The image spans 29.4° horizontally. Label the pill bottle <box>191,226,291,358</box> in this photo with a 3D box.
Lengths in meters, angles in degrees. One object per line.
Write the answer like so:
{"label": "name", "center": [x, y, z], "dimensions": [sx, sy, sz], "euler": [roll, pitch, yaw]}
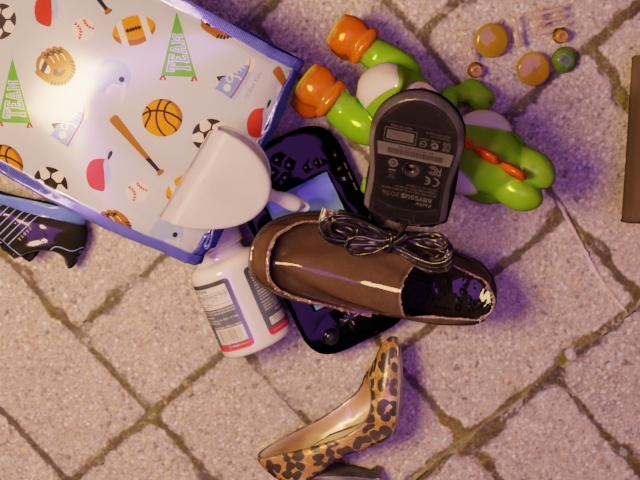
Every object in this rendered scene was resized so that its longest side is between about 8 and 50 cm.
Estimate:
{"label": "pill bottle", "center": [-0.123, 0.066, 1.741], "dimensions": [0.108, 0.108, 0.180], "euler": [-21, 99, 5]}

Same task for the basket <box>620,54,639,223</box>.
{"label": "basket", "center": [0.504, -0.148, 1.670], "dimensions": [0.204, 0.154, 0.226], "euler": [-6, 96, 1]}

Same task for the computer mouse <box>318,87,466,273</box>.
{"label": "computer mouse", "center": [0.110, -0.091, 1.565], "dimensions": [0.189, 0.072, 0.272], "euler": [16, 130, 4]}

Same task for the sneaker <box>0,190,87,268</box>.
{"label": "sneaker", "center": [-0.450, -0.022, 1.746], "dimensions": [0.232, 0.081, 0.090], "euler": [12, 93, -2]}

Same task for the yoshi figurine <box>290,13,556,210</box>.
{"label": "yoshi figurine", "center": [0.151, -0.150, 1.683], "dimensions": [0.362, 0.203, 0.203], "euler": [33, 129, 7]}

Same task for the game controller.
{"label": "game controller", "center": [0.000, 0.000, 1.747], "dimensions": [0.166, 0.067, 0.319], "euler": [-24, 99, 5]}

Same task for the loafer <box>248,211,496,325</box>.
{"label": "loafer", "center": [0.085, 0.040, 1.678], "dimensions": [0.366, 0.130, 0.133], "euler": [8, 92, -13]}

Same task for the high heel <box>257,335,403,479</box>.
{"label": "high heel", "center": [0.016, 0.248, 1.774], "dimensions": [0.186, 0.093, 0.261], "euler": [9, 109, -7]}

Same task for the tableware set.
{"label": "tableware set", "center": [0.280, -0.265, 1.716], "dimensions": [0.154, 0.024, 0.104], "euler": [-15, 103, 3]}

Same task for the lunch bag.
{"label": "lunch bag", "center": [-0.255, -0.188, 1.636], "dimensions": [0.385, 0.239, 0.327], "euler": [27, 98, 3]}

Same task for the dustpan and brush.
{"label": "dustpan and brush", "center": [-0.093, -0.064, 1.584], "dimensions": [0.211, 0.060, 0.147], "euler": [22, 112, -30]}
